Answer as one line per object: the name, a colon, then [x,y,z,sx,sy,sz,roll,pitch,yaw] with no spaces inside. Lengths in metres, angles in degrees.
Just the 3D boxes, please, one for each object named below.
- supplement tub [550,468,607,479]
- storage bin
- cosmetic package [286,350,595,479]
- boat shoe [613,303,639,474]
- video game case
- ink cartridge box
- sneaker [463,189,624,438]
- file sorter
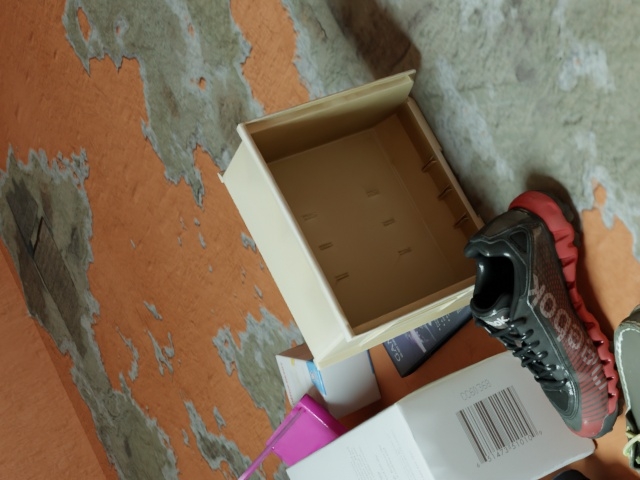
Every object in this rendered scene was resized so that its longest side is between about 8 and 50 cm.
supplement tub: [0.324,0.332,1.388,0.198,0.106,0.106,38,140,45]
storage bin: [0.060,-0.028,1.447,0.262,0.260,0.123,62,151,14]
cosmetic package: [0.132,0.271,1.585,0.156,0.217,0.385,63,154,11]
boat shoe: [0.355,0.212,1.259,0.109,0.091,0.305,-21,91,63]
video game case: [0.114,0.045,1.662,0.196,0.026,0.274,61,153,15]
ink cartridge box: [0.006,0.199,1.898,0.143,0.089,0.092,5,113,61]
sneaker: [0.230,0.092,1.361,0.097,0.135,0.276,-8,103,61]
file sorter: [0.009,0.407,1.835,0.290,0.182,0.202,41,149,5]
